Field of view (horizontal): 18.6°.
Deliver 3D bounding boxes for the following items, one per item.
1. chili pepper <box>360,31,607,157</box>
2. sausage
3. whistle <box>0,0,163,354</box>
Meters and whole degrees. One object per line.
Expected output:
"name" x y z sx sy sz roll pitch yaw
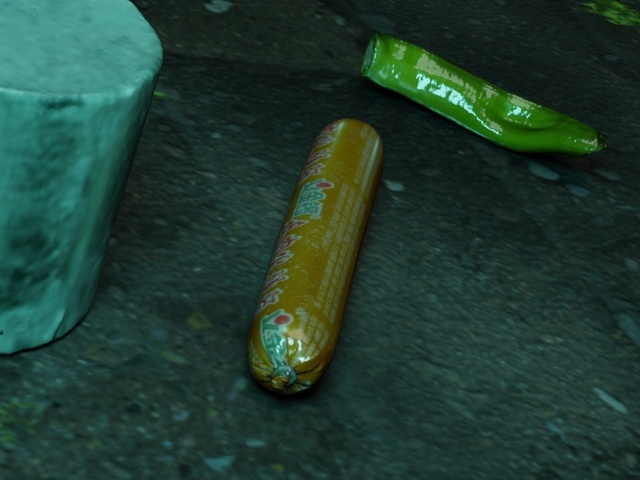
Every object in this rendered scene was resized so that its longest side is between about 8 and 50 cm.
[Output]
"chili pepper" 0.124 -0.104 1.496 0.201 0.050 0.052 24 43 8
"sausage" 0.000 0.000 1.222 0.053 0.053 0.348 19 27 -1
"whistle" -0.256 -0.054 1.033 0.404 0.168 0.188 -2 35 -36
